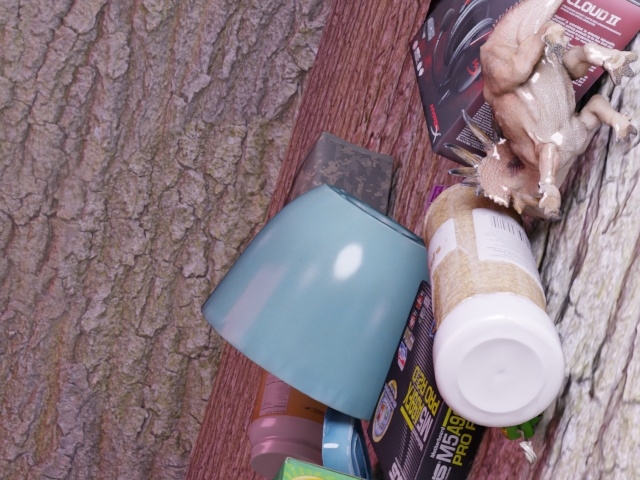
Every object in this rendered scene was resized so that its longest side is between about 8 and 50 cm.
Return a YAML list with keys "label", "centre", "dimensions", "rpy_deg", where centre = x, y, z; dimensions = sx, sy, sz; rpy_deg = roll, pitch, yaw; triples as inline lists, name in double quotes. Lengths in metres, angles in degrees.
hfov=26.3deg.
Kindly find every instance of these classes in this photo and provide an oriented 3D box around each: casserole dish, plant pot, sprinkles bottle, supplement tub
- label: "casserole dish"
  centre: [0.038, 0.299, 1.820]
  dimensions: [0.114, 0.037, 0.188]
  rpy_deg: [-75, -21, -50]
- label: "plant pot"
  centre: [0.022, 0.066, 1.841]
  dimensions: [0.235, 0.293, 0.293]
  rpy_deg: [-59, 12, 6]
- label: "sprinkles bottle"
  centre: [0.171, 0.054, 1.414]
  dimensions: [0.355, 0.121, 0.121]
  rpy_deg: [-85, 15, -67]
- label: "supplement tub"
  centre: [-0.032, 0.267, 2.137]
  dimensions: [0.144, 0.144, 0.200]
  rpy_deg: [123, 161, -56]

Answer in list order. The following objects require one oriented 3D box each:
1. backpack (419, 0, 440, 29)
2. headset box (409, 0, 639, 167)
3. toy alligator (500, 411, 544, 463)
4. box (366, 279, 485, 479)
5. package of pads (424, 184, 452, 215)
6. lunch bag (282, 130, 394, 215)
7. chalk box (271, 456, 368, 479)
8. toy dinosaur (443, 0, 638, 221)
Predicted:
- label: "backpack"
  centre: [0.209, -0.357, 2.077]
  dimensions: [0.114, 0.084, 0.105]
  rpy_deg: [141, 145, -81]
- label: "headset box"
  centre: [0.232, -0.246, 1.517]
  dimensions: [0.293, 0.110, 0.218]
  rpy_deg: [-52, 29, 34]
- label: "toy alligator"
  centre: [0.198, 0.167, 1.365]
  dimensions: [0.051, 0.056, 0.190]
  rpy_deg: [-29, 21, -2]
- label: "box"
  centre: [0.134, 0.184, 1.626]
  dimensions: [0.270, 0.060, 0.216]
  rpy_deg: [-116, 45, -76]
- label: "package of pads"
  centre: [0.172, -0.052, 1.907]
  dimensions: [0.083, 0.032, 0.050]
  rpy_deg: [-160, 86, -80]
- label: "lunch bag"
  centre: [0.000, 0.000, 2.361]
  dimensions: [0.287, 0.169, 0.235]
  rpy_deg: [127, 158, -50]
- label: "chalk box"
  centre: [0.004, 0.389, 1.638]
  dimensions: [0.179, 0.180, 0.289]
  rpy_deg: [118, 164, -47]
- label: "toy dinosaur"
  centre: [0.208, -0.142, 1.390]
  dimensions: [0.200, 0.127, 0.296]
  rpy_deg: [20, 119, 59]
